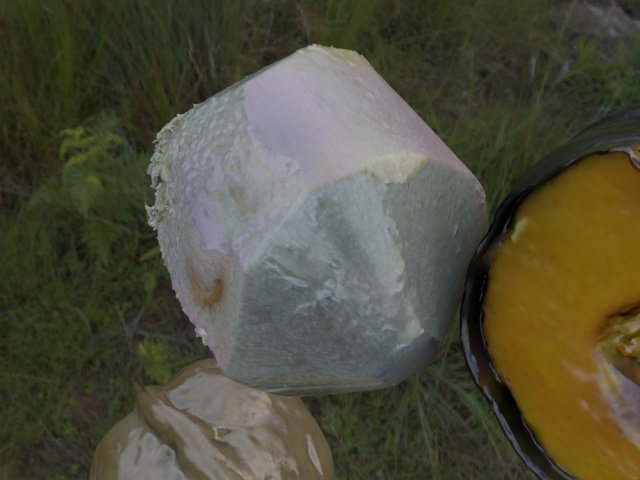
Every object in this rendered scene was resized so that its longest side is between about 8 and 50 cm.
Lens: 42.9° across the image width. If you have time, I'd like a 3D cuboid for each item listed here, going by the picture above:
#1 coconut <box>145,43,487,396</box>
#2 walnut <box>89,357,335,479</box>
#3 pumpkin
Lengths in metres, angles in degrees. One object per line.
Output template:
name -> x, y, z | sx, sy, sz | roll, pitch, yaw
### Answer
coconut -> 0.000, 0.000, 0.747 | 0.297, 0.297, 0.309 | -20, 48, -16
walnut -> -0.155, 0.367, 1.226 | 0.381, 0.381, 0.381 | -3, 43, 2
pumpkin -> 0.255, 0.053, 0.630 | 0.256, 0.303, 0.225 | 19, 26, 39
